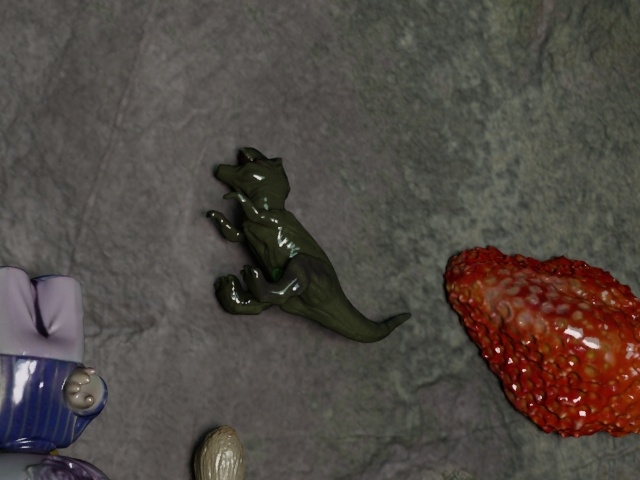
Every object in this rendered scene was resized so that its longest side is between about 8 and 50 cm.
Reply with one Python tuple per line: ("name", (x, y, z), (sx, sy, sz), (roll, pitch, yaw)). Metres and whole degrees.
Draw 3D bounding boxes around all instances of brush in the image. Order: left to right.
("brush", (-0.085, 0.293, 1.031), (0.039, 0.042, 0.299), (9, 78, -27))

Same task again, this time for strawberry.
("strawberry", (0.236, 0.088, 1.206), (0.236, 0.107, 0.175), (9, 74, -26))

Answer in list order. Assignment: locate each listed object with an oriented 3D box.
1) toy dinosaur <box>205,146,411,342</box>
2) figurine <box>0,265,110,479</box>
("toy dinosaur", (0.000, 0.000, 1.112), (0.179, 0.087, 0.187), (-12, 85, -29))
("figurine", (-0.197, 0.154, 0.954), (0.194, 0.133, 0.274), (36, 50, -29))
